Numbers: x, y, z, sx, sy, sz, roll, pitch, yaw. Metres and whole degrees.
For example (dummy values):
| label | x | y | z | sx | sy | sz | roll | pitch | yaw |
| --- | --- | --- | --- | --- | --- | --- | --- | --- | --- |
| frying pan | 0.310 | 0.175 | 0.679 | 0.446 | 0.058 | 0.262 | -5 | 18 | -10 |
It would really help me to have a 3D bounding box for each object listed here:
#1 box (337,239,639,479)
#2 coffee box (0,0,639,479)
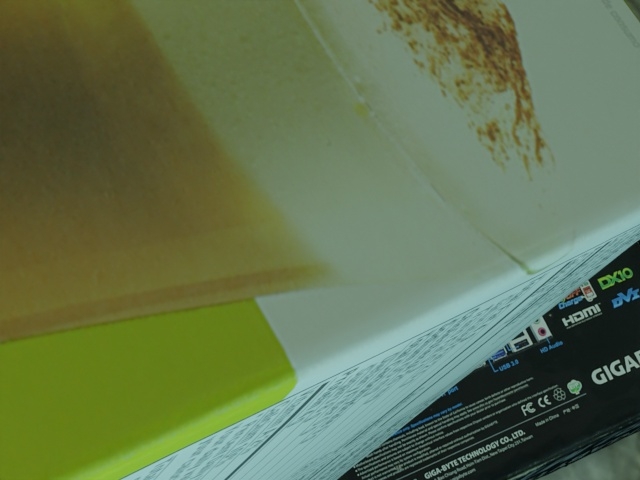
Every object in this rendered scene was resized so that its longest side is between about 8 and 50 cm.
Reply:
| label | x | y | z | sx | sy | sz | roll | pitch | yaw |
| --- | --- | --- | --- | --- | --- | --- | --- | --- | --- |
| box | 0.000 | 0.000 | 0.799 | 0.295 | 0.073 | 0.293 | -22 | 74 | -22 |
| coffee box | -0.157 | -0.034 | 0.513 | 0.334 | 0.338 | 0.338 | -22 | 75 | -37 |
